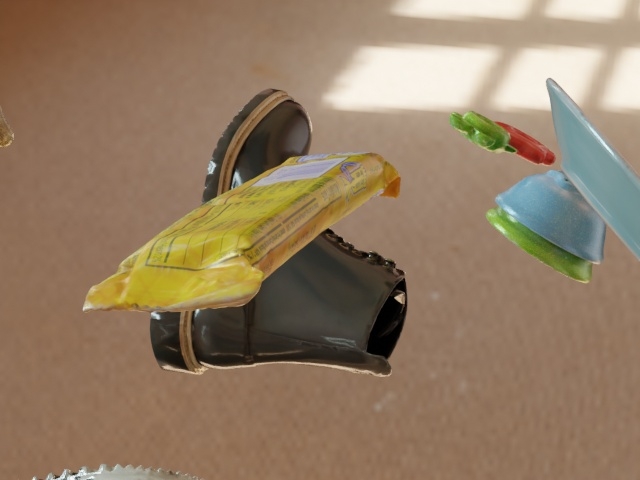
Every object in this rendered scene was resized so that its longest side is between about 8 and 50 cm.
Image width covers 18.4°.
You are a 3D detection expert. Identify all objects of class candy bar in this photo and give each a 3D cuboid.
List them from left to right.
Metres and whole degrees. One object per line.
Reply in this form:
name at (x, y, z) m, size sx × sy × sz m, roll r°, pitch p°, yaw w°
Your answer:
candy bar at (-0.013, -0.004, 0.505) m, size 0.040 × 0.018 × 0.161 m, roll -6°, pitch 9°, yaw 16°

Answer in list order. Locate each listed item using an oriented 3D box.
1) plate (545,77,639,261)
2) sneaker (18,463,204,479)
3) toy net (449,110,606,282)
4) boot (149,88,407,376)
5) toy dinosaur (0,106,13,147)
plate at (0.148, 0.010, 0.810) m, size 0.024 × 0.188 × 0.188 m, roll -41°, pitch 32°, yaw 8°
sneaker at (-0.182, 0.222, 1.117) m, size 0.293 × 0.146 × 0.102 m, roll -19°, pitch -29°, yaw 38°
toy net at (0.160, -0.013, 1.152) m, size 0.122 × 0.045 × 0.232 m, roll 38°, pitch 13°, yaw 37°
boot at (0.000, 0.000, 1.128) m, size 0.137 × 0.077 × 0.198 m, roll 4°, pitch 54°, yaw 21°
toy dinosaur at (-0.189, -0.084, 0.732) m, size 0.183 × 0.053 × 0.092 m, roll 16°, pitch 7°, yaw 4°
